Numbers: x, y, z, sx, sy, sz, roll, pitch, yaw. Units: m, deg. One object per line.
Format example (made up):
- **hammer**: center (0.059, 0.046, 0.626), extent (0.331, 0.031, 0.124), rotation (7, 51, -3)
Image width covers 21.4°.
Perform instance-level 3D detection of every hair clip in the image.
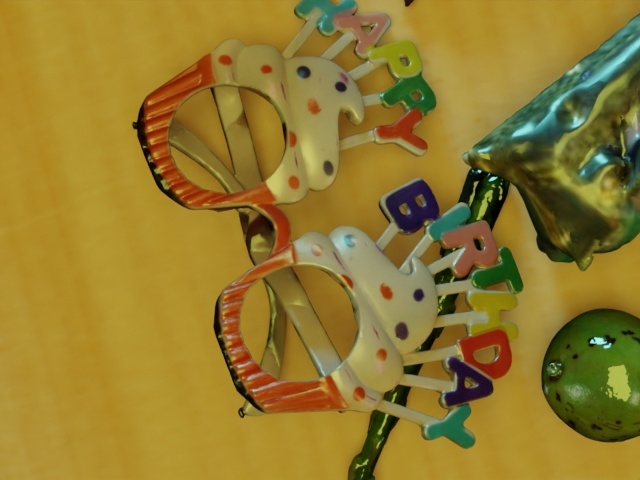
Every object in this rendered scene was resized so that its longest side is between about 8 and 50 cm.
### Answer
- **hair clip**: center (0.203, -0.140, 0.818), extent (0.095, 0.110, 0.359), rotation (40, 101, 14)

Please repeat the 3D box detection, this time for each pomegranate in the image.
- **pomegranate**: center (0.152, 0.071, 0.878), extent (0.073, 0.084, 0.073), rotation (-6, 78, 30)

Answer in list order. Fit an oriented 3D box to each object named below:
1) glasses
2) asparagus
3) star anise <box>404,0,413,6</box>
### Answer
- **glasses**: center (0.007, -0.003, 0.880), extent (0.162, 0.095, 0.255), rotation (-20, 83, -10)
- **asparagus**: center (0.048, 0.068, 0.906), extent (0.022, 0.023, 0.233), rotation (30, 101, 47)
- **star anise**: center (0.081, -0.195, 0.859), extent (0.212, 0.053, 0.157), rotation (5, 96, 3)
